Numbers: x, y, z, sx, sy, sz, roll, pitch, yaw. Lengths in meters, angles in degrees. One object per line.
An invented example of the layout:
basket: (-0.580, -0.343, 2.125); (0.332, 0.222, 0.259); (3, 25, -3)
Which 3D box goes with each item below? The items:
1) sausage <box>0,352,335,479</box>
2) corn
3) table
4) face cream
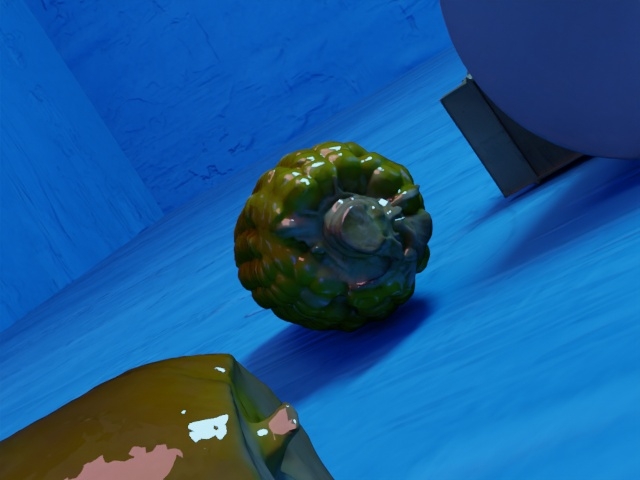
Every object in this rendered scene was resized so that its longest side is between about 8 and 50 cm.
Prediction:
sausage: (-0.131, 0.145, 0.386); (0.328, 0.112, 0.112); (-35, 6, 1)
corn: (0.000, 0.000, 0.876); (0.097, 0.097, 0.262); (-34, 3, -8)
table: (0.128, -0.082, 0.947); (0.083, 0.079, 0.062); (-31, 7, 32)
face cream: (0.164, -0.144, 0.800); (0.177, 0.177, 0.153); (-29, 5, 34)
